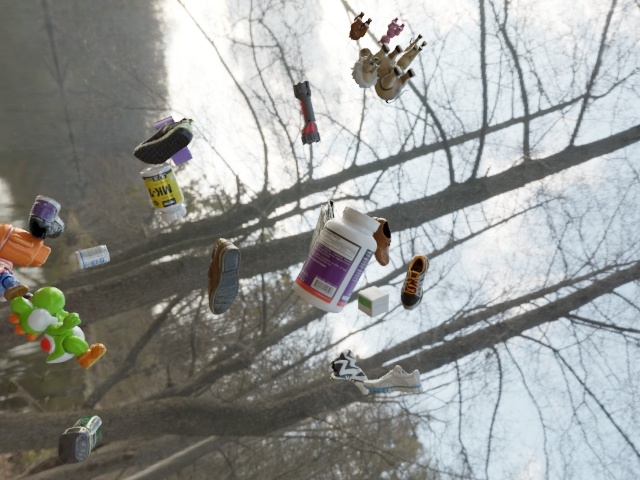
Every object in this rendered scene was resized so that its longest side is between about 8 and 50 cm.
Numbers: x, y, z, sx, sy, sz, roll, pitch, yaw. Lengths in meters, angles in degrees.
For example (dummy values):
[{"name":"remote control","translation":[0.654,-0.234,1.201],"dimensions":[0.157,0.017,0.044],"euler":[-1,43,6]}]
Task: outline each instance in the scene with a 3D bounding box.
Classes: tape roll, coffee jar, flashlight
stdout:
[{"name":"tape roll","translation":[-0.592,-0.402,1.875],"dimensions":[0.188,0.080,0.189],"euler":[59,-11,19]},{"name":"coffee jar","translation":[-0.695,0.577,1.347],"dimensions":[0.184,0.079,0.096],"euler":[148,-60,-75]},{"name":"flashlight","translation":[-0.077,-0.642,2.355],"dimensions":[0.103,0.103,0.303],"euler":[-179,-105,-76]}]

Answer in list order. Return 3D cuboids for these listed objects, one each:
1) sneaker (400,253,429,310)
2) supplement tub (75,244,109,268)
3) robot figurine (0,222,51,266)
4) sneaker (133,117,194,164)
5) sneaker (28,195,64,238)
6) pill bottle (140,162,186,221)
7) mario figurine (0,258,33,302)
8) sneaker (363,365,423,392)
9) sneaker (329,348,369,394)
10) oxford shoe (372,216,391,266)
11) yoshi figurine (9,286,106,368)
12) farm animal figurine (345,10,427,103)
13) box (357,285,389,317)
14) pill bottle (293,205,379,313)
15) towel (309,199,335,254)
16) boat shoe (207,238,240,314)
[{"name":"sneaker","translation":[0.334,0.146,1.670],"dimensions":[0.083,0.084,0.214],"euler":[47,56,-65]},{"name":"supplement tub","translation":[-0.871,0.062,1.773],"dimensions":[0.071,0.107,0.070],"euler":[31,-51,47]},{"name":"robot figurine","translation":[-1.133,0.019,1.725],"dimensions":[0.128,0.219,0.158],"euler":[-54,-146,2]},{"name":"sneaker","translation":[-0.490,-0.320,1.480],"dimensions":[0.084,0.235,0.097],"euler":[47,34,-48]},{"name":"sneaker","translation":[-1.053,-0.054,1.753],"dimensions":[0.283,0.107,0.124],"euler":[132,-27,-57]},{"name":"pill bottle","translation":[-0.606,-0.187,1.809],"dimensions":[0.119,0.119,0.208],"euler":[33,-37,56]},{"name":"mario figurine","translation":[-1.266,0.182,1.821],"dimensions":[0.321,0.170,0.197],"euler":[26,-73,30]},{"name":"sneaker","translation":[0.232,0.446,1.499],"dimensions":[0.071,0.191,0.082],"euler":[22,64,-74]},{"name":"sneaker","translation":[0.126,0.655,2.225],"dimensions":[0.234,0.153,0.094],"euler":[64,-21,0]},{"name":"oxford shoe","translation":[0.254,0.012,1.871],"dimensions":[0.076,0.076,0.212],"euler":[9,-60,45]},{"name":"yoshi figurine","translation":[-0.964,0.308,1.743],"dimensions":[0.362,0.203,0.203],"euler":[45,12,-15]},{"name":"farm animal figurine","translation":[0.219,-0.616,1.618],"dimensions":[0.172,0.331,0.326],"euler":[-39,-128,50]},{"name":"box","translation":[0.229,0.266,2.018],"dimensions":[0.101,0.102,0.087],"euler":[26,-54,50]},{"name":"pill bottle","translation":[0.059,0.058,1.484],"dimensions":[0.322,0.182,0.181],"euler":[-61,-147,3]},{"name":"towel","translation":[0.000,0.000,2.204],"dimensions":[0.312,0.056,0.324],"euler":[-91,-162,-57]},{"name":"boat shoe","translation":[-0.380,0.139,1.793],"dimensions":[0.104,0.111,0.307],"euler":[36,-62,39]}]
